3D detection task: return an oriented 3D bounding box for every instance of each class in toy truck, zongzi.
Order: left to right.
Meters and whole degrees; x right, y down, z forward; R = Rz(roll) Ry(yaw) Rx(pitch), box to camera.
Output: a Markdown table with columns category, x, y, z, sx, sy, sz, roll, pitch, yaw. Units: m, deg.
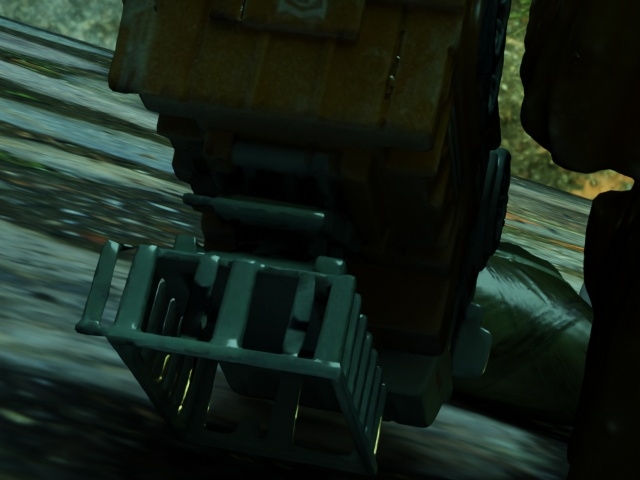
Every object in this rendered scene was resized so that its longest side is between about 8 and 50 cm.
| category | x | y | z | sx | sy | sz | roll | pitch | yaw |
| --- | --- | --- | --- | --- | --- | --- | --- | --- | --- |
| toy truck | 0.001 | 0.000 | 0.483 | 0.080 | 0.115 | 0.178 | 8 | -19 | 10 |
| zongzi | 0.053 | 0.036 | 0.638 | 0.104 | 0.052 | 0.113 | 4 | 25 | -34 |

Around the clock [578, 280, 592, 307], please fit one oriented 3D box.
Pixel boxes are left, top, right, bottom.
| category | x | y | z | sx | sy | sz | roll | pitch | yaw |
| --- | --- | --- | --- | --- | --- | --- | --- | --- | --- |
| clock | 0.197 | 0.022 | 0.762 | 0.176 | 0.080 | 0.117 | 18 | -34 | 2 |

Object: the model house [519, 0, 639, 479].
| category | x | y | z | sx | sy | sz | roll | pitch | yaw |
| --- | --- | --- | --- | --- | --- | --- | --- | --- | --- |
| model house | 0.128 | -0.030 | 0.513 | 0.229 | 0.199 | 0.219 | 12 | 28 | -45 |
